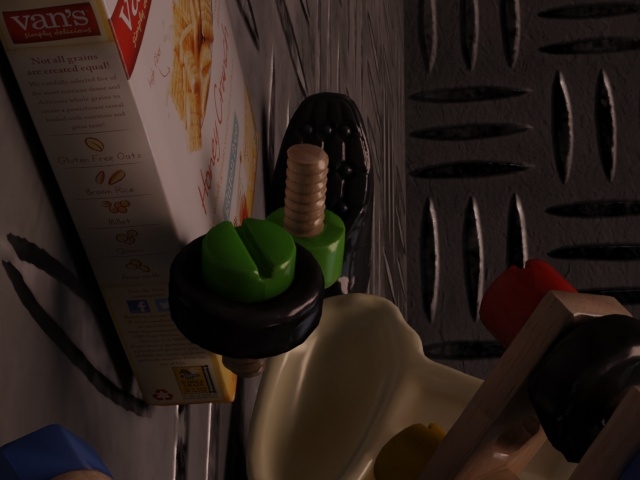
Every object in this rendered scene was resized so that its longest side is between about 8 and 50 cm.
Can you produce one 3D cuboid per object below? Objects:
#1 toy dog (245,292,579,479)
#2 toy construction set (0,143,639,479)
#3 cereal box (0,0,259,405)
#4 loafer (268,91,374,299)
[{"bbox_3d":[0.097,0.301,0.934,0.408,0.285,0.395,79,24,-50],"label":"toy dog"},{"bbox_3d":[0.044,0.162,0.507,0.257,0.309,0.237,-41,146,-46],"label":"toy construction set"},{"bbox_3d":[-0.069,-0.068,0.590,0.240,0.047,0.173,79,11,-49],"label":"cereal box"},{"bbox_3d":[0.000,0.000,1.055,0.078,0.076,0.223,-83,174,-79],"label":"loafer"}]
